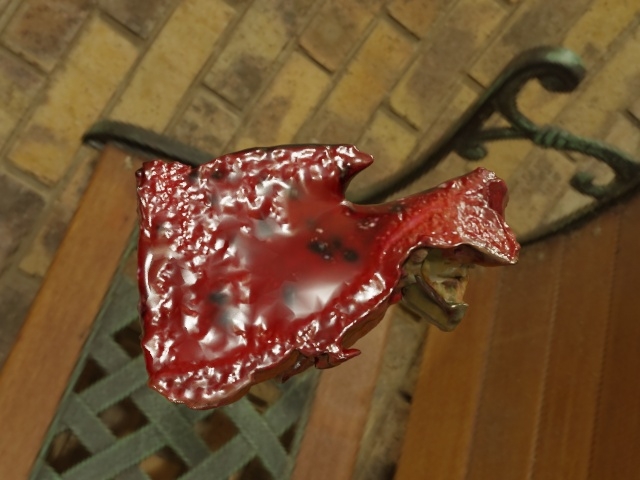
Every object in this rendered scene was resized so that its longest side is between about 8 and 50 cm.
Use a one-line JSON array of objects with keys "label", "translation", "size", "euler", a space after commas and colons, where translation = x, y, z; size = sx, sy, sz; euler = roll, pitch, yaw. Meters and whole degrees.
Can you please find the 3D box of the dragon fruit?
[{"label": "dragon fruit", "translation": [0.002, 0.008, 0.481], "size": [0.192, 0.092, 0.122], "euler": [-19, 72, -3]}]
